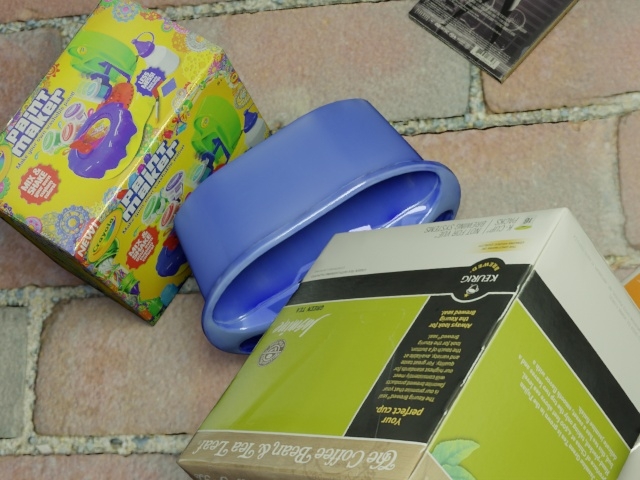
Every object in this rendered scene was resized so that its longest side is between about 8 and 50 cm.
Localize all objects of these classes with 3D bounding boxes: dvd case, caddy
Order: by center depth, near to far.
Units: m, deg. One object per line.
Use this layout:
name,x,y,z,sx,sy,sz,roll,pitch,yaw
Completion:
caddy,0.000,0.000,1.487,0.341,0.241,0.179,-33,59,0
dvd case,0.248,-0.330,1.672,0.164,0.018,0.221,40,83,24

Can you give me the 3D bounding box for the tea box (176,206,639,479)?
tea box,0.099,0.164,1.225,0.329,0.220,0.323,-6,40,50

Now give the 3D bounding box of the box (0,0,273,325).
box,-0.229,-0.093,1.551,0.177,0.279,0.290,30,80,21

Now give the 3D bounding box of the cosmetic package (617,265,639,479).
cosmetic package,0.325,0.195,1.323,0.453,0.161,0.230,-40,26,-3
